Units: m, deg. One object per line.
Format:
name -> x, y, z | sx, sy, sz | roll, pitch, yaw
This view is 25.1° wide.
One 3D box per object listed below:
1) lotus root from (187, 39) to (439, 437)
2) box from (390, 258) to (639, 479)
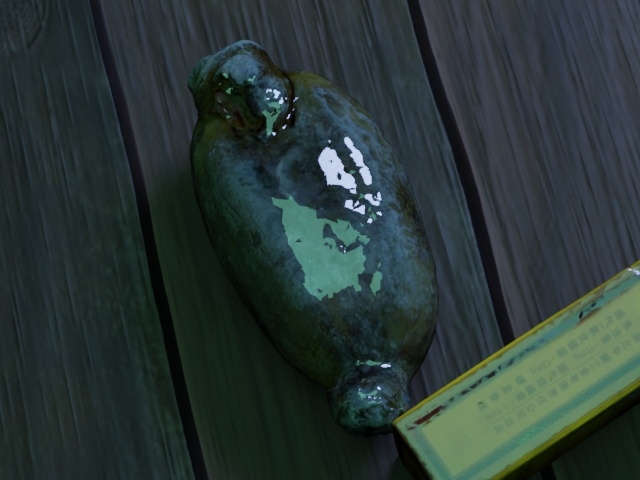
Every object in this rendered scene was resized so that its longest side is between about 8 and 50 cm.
lotus root -> 0.001, 0.000, 1.195 | 0.175, 0.175, 0.349 | -22, 75, -2
box -> 0.203, 0.107, 1.127 | 0.301, 0.193, 0.084 | -33, 75, -5
